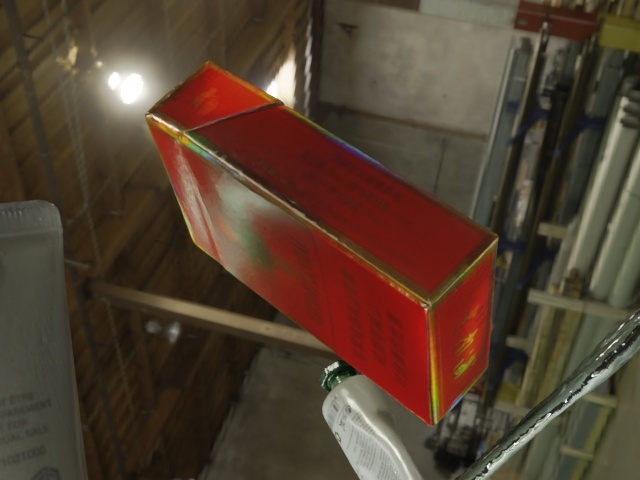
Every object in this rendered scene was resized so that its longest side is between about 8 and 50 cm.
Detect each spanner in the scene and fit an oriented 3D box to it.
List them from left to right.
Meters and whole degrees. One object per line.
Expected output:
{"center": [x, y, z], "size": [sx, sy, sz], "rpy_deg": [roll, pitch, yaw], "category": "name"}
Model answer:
{"center": [0.068, 0.133, 0.451], "size": [0.071, 0.017, 0.302], "rpy_deg": [-22, -26, -56], "category": "spanner"}

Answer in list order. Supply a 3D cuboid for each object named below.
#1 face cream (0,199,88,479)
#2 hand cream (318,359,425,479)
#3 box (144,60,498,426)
{"center": [-0.186, 0.133, 0.502], "size": [0.143, 0.089, 0.314], "rpy_deg": [-9, -93, -43], "category": "face cream"}
{"center": [0.085, 0.267, 0.943], "size": [0.336, 0.076, 0.121], "rpy_deg": [-121, 29, -42], "category": "hand cream"}
{"center": [0.000, 0.000, 0.755], "size": [0.089, 0.313, 0.197], "rpy_deg": [-44, -30, -21], "category": "box"}
